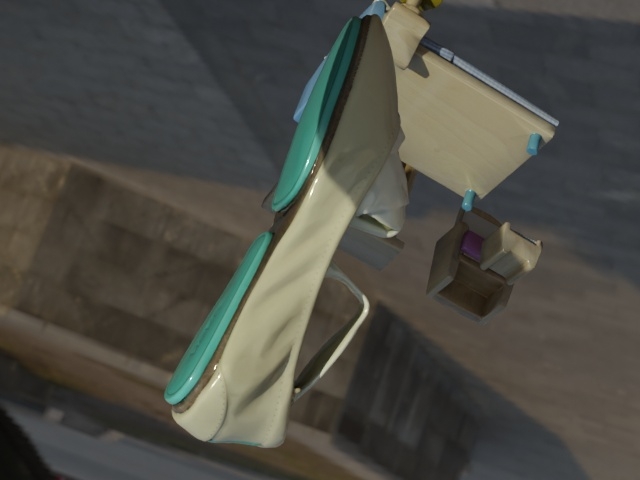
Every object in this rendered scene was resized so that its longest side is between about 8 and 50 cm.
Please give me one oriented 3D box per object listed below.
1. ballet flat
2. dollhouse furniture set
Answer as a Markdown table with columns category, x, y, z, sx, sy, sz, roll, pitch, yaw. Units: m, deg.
| category | x | y | z | sx | sy | sz | roll | pitch | yaw |
| --- | --- | --- | --- | --- | --- | --- | --- | --- | --- |
| ballet flat | 0.000 | 0.000 | 0.747 | 0.086 | 0.248 | 0.086 | 26 | 174 | 3 |
| dollhouse furniture set | 0.131 | -0.119 | 1.276 | 0.286 | 0.198 | 0.303 | 28 | 145 | -11 |
